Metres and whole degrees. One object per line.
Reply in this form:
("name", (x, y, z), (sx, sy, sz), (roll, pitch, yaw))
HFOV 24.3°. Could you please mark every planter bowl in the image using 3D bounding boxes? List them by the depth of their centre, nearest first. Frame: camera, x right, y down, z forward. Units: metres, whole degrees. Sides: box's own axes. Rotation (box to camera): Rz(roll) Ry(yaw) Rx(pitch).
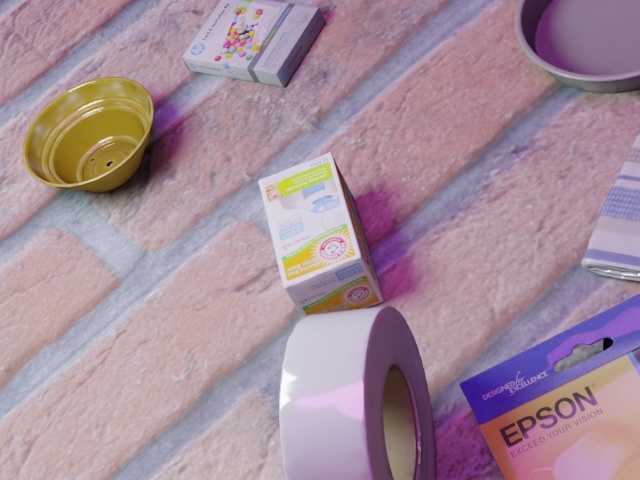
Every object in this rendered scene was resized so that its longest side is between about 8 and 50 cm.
("planter bowl", (-0.337, -0.140, 2.269), (0.217, 0.090, 0.217), (-11, 50, 14))

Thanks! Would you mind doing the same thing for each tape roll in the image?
("tape roll", (0.047, 0.219, 1.684), (0.100, 0.286, 0.286), (-8, 51, 17))

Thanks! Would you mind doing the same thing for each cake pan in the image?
("cake pan", (0.424, -0.319, 2.109), (0.293, 0.054, 0.293), (-12, 49, 14))

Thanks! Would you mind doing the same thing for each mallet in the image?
("mallet", (0.337, 0.184, 1.756), (0.062, 0.039, 0.190), (16, 65, 31))

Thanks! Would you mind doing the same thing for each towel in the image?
("towel", (0.471, -0.055, 1.890), (0.209, 0.034, 0.285), (9, 56, 32))

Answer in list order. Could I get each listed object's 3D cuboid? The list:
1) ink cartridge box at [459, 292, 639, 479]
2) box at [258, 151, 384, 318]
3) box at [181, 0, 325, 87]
("ink cartridge box", (0.345, 0.209, 1.681), (0.303, 0.072, 0.307), (-27, 59, 3))
("box", (0.000, 0.000, 2.001), (0.114, 0.103, 0.203), (-21, 48, 7))
("box", (-0.105, -0.317, 2.348), (0.186, 0.038, 0.145), (13, 59, 32))
